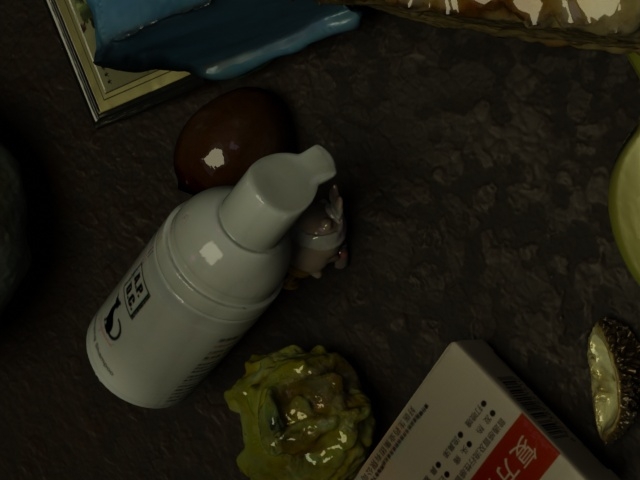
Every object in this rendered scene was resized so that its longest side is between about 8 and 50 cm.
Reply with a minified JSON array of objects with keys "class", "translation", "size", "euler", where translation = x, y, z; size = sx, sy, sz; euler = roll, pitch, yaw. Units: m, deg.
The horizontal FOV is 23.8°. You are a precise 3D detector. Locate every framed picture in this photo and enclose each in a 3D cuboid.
[{"class":"framed picture","translation":[-0.229,-0.240,1.719],"size":[0.199,0.010,0.195],"euler":[-16,98,41]}]

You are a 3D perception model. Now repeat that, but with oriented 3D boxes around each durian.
[{"class":"durian","translation":[0.287,0.140,1.487],"size":[0.066,0.052,0.130],"euler":[-1,97,32]}]

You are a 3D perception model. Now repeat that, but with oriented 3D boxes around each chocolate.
[{"class":"chocolate","translation":[-0.093,-0.104,1.651],"size":[0.124,0.127,0.133],"euler":[14,91,-4]}]

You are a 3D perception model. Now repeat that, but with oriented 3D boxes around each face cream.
[{"class":"face cream","translation":[-0.113,0.027,1.587],"size":[0.145,0.145,0.370],"euler":[52,135,13]}]

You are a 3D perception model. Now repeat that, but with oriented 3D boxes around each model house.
[{"class":"model house","translation":[-0.120,-0.332,1.528],"size":[0.237,0.215,0.303],"euler":[-17,85,31]}]

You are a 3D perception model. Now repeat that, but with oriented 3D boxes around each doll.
[{"class":"doll","translation":[0.000,0.000,1.627],"size":[0.084,0.073,0.127],"euler":[32,120,-13]}]

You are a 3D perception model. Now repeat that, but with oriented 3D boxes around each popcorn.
[{"class":"popcorn","translation":[-0.024,0.192,1.631],"size":[0.173,0.142,0.174],"euler":[25,133,30]}]

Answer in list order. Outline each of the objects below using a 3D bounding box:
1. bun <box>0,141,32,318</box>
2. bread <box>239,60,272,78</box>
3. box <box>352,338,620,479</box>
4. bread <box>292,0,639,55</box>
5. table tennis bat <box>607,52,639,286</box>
[{"class":"bun","translation":[-0.493,-0.013,1.815],"size":[0.361,0.211,0.362],"euler":[6,101,31]},{"class":"bread","translation":[-0.104,-0.289,1.661],"size":[0.228,0.033,0.229],"euler":[4,98,30]},{"class":"box","translation":[0.125,0.303,1.561],"size":[0.214,0.069,0.353],"euler":[47,118,30]},{"class":"bread","translation":[0.161,-0.360,1.320],"size":[0.371,0.279,0.390],"euler":[10,89,26]},{"class":"table tennis bat","translation":[0.353,-0.088,1.423],"size":[0.224,0.054,0.369],"euler":[-27,87,27]}]
